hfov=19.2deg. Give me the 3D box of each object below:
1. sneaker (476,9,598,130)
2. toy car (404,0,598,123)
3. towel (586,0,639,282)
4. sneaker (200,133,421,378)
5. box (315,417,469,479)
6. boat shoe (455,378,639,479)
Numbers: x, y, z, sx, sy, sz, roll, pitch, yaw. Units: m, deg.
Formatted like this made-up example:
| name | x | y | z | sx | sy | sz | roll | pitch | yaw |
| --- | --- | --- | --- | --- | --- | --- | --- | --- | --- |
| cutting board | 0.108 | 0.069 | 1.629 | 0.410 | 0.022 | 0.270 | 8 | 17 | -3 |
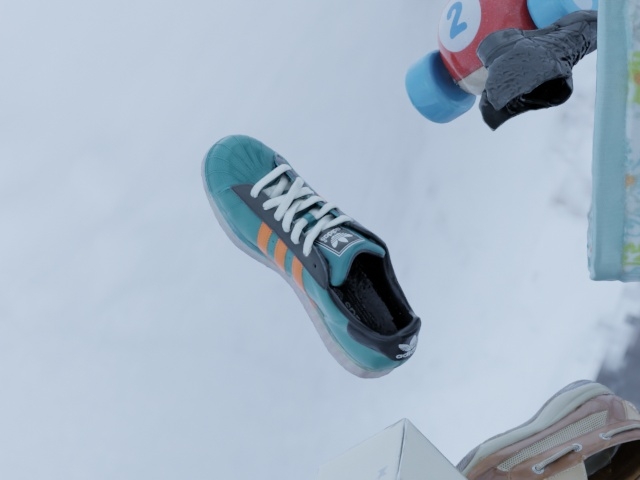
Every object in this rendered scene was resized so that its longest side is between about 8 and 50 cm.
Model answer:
| name | x | y | z | sx | sy | sz | roll | pitch | yaw |
| --- | --- | --- | --- | --- | --- | --- | --- | --- | --- |
| sneaker | 0.207 | -0.154 | 1.710 | 0.170 | 0.089 | 0.051 | -13 | 142 | -24 |
| toy car | 0.159 | -0.280 | 1.893 | 0.219 | 0.238 | 0.210 | -32 | -176 | 43 |
| towel | 0.389 | -0.112 | 1.596 | 0.090 | 0.320 | 0.374 | -81 | 171 | -49 |
| sneaker | 0.000 | 0.000 | 1.940 | 0.108 | 0.302 | 0.121 | -38 | 176 | -28 |
| box | 0.117 | 0.291 | 1.666 | 0.113 | 0.275 | 0.094 | -31 | -157 | 27 |
| boat shoe | 0.216 | 0.248 | 1.841 | 0.324 | 0.116 | 0.123 | -37 | 135 | -33 |
